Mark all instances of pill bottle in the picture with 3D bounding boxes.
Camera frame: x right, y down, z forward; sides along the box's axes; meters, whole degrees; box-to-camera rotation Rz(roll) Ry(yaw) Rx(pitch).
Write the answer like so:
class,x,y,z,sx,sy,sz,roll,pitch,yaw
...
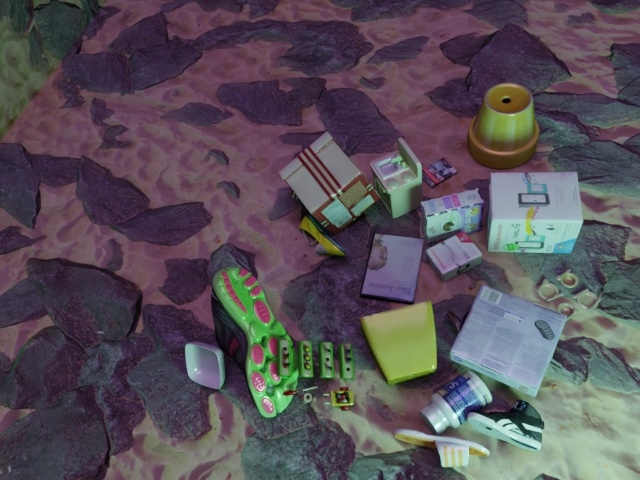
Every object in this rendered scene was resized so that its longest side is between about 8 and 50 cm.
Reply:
class,x,y,z,sx,sy,sz,roll,pitch,yaw
pill bottle,0.380,0.464,1.669,0.187,0.112,0.112,-33,58,-12

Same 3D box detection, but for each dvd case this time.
class,x,y,z,sx,sy,sz,roll,pitch,yaw
dvd case,0.435,-0.252,2.185,0.119,0.013,0.087,-31,57,-9
dvd case,0.244,0.091,1.992,0.180,0.022,0.253,7,59,14

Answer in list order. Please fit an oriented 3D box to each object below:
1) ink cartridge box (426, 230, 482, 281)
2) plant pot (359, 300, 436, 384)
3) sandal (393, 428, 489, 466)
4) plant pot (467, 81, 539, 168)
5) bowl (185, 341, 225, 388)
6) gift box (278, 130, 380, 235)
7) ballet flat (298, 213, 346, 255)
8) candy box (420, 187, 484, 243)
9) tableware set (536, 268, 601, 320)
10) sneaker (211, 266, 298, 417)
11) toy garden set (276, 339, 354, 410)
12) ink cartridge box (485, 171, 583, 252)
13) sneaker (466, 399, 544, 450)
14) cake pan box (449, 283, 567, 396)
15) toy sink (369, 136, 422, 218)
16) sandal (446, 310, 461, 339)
class,x,y,z,sx,sy,sz,roll,pitch,yaw
ink cartridge box,0.441,0.054,1.954,0.151,0.063,0.109,-26,57,-6
plant pot,0.246,0.316,1.747,0.212,0.212,0.187,-15,69,1
sandal,0.327,0.582,1.618,0.265,0.102,0.076,3,59,22
plant pot,0.663,-0.428,2.123,0.254,0.239,0.254,-5,56,8
bowl,-0.355,0.385,1.851,0.142,0.142,0.053,9,21,28
gift box,0.026,-0.193,2.089,0.255,0.276,0.258,-37,61,2
ballet flat,0.000,0.000,2.075,0.077,0.077,0.231,-47,56,5
candy box,0.441,-0.081,1.981,0.196,0.165,0.070,-14,56,1
tableware set,0.775,0.171,1.843,0.141,0.020,0.168,-30,58,-9
sneaker,-0.216,0.318,1.854,0.185,0.202,0.482,-11,68,-30
toy garden set,-0.006,0.399,1.753,0.244,0.049,0.203,7,64,-20
ink cartridge box,0.686,-0.090,1.923,0.270,0.198,0.197,1,58,12
sneaker,0.514,0.488,1.635,0.217,0.079,0.121,25,58,-3
cake pan box,0.527,0.276,1.674,0.267,0.070,0.245,21,61,22
toy sink,0.263,-0.216,2.061,0.131,0.234,0.152,-25,57,-6
sandal,0.430,0.311,1.779,0.060,0.090,0.219,-33,58,8
